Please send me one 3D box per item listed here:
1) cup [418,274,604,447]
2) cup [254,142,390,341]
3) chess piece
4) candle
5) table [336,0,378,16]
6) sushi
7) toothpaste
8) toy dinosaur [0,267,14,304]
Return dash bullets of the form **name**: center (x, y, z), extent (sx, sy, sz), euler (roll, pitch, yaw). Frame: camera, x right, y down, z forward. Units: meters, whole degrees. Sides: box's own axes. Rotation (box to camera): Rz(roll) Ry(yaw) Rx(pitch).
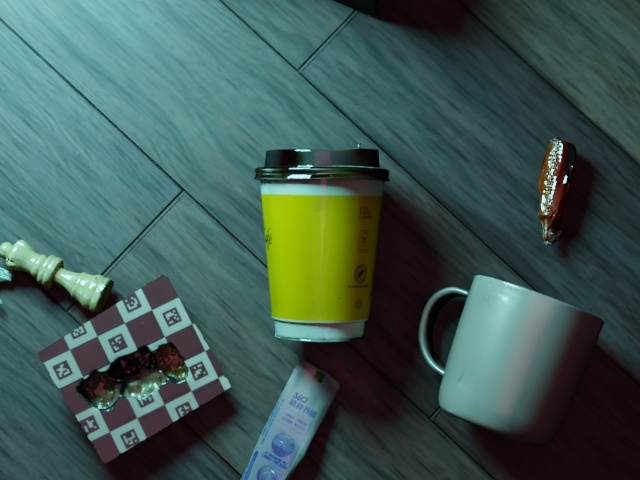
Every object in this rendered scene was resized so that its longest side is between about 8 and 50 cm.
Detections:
- **cup**: center (0.249, 0.165, 1.719), extent (0.253, 0.191, 0.200), euler (20, 87, 30)
- **cup**: center (0.000, 0.000, 1.721), extent (0.197, 0.196, 0.279), euler (1, 93, -2)
- **chess piece**: center (-0.392, 0.048, 1.762), extent (0.172, 0.060, 0.060), euler (25, 84, 3)
- **candle**: center (0.351, -0.071, 1.807), extent (0.053, 0.048, 0.162), euler (6, 82, 28)
- **table**: center (0.044, -0.466, 1.766), extent (0.169, 0.172, 0.193), euler (23, 86, 3)
- **sushi**: center (-0.270, 0.186, 1.752), extent (0.215, 0.050, 0.192), euler (-31, 89, -10)
- **toothpaste**: center (-0.069, 0.320, 1.748), extent (0.075, 0.048, 0.301), euler (28, 82, 12)
- **toy dinosaur**: center (-0.542, 0.090, 1.762), extent (0.188, 0.044, 0.106), euler (-7, 71, 10)
